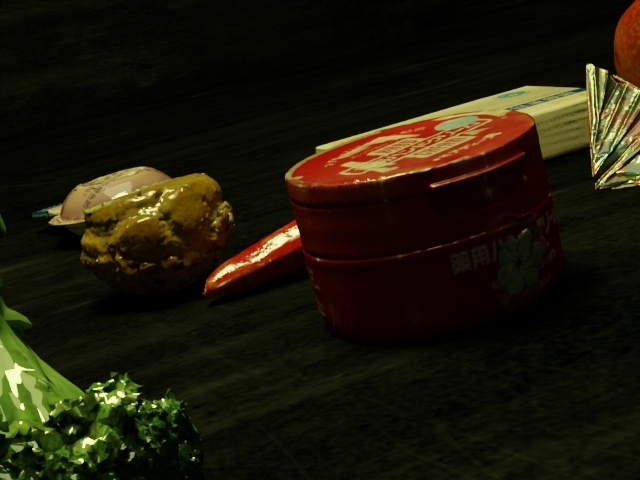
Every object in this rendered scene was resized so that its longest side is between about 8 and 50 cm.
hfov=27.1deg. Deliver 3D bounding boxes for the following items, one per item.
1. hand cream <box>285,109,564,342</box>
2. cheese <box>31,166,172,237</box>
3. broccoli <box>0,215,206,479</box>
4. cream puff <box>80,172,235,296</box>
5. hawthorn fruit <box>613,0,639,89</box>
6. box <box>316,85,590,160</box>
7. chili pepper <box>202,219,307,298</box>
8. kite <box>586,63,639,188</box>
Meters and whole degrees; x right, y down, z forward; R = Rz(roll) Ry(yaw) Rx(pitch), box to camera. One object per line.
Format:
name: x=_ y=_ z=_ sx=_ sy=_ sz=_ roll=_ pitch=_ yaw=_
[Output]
hand cream: x=0.091 y=-0.015 z=1.144 sx=0.230 sy=0.149 sz=0.230 roll=-11 pitch=16 yaw=3
cheese: x=-0.290 y=-0.050 z=1.784 sx=0.189 sy=0.074 sz=0.286 roll=-21 pitch=13 yaw=-37
broccoli: x=-0.173 y=0.101 z=0.635 sx=0.270 sy=0.270 sz=0.270 roll=-9 pitch=-9 yaw=-1
cream puff: x=-0.167 y=-0.002 z=1.383 sx=0.165 sy=0.115 sz=0.150 roll=-19 pitch=5 yaw=10
hawthorn fruit: x=0.447 y=-0.215 z=1.597 sx=0.207 sy=0.207 sz=0.243 roll=-12 pitch=-8 yaw=-1
box: x=0.188 y=-0.127 z=1.696 sx=0.343 sy=0.065 sz=0.200 roll=-18 pitch=15 yaw=-22
chili pepper: x=0.000 y=0.000 z=1.357 sx=0.272 sy=0.063 sz=0.071 roll=-19 pitch=2 yaw=-17
kite: x=0.368 y=-0.115 z=1.447 sx=0.241 sy=0.014 sz=0.183 roll=32 pitch=76 yaw=32
